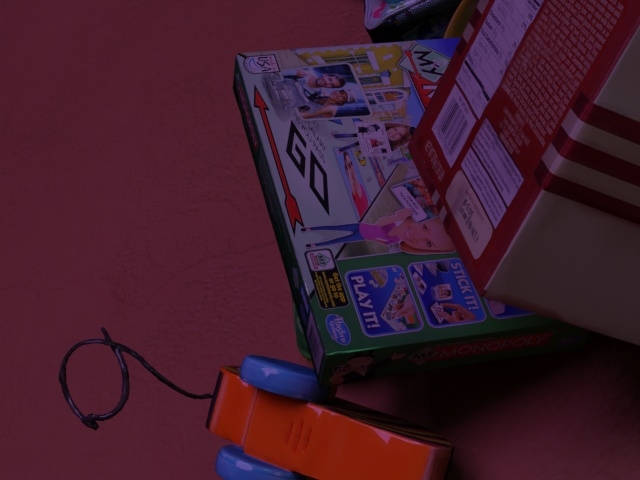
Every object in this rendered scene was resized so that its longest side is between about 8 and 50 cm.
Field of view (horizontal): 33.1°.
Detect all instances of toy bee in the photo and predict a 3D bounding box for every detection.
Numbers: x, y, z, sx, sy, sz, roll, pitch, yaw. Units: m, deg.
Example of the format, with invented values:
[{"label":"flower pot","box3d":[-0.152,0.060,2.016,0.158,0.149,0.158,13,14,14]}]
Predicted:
[{"label":"toy bee","box3d":[-0.026,0.131,0.865,0.298,0.162,0.195,37,98,18]}]

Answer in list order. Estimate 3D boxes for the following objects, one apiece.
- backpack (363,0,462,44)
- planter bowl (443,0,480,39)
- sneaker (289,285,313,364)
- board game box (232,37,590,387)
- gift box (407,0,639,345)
[{"label":"backpack","box3d":[0.165,-0.313,1.169,0.254,0.191,0.225,-19,38,18]},{"label":"planter bowl","box3d":[0.200,-0.135,0.972,0.217,0.090,0.217,-1,88,61]},{"label":"sneaker","box3d":[0.000,0.000,1.007,0.109,0.123,0.295,-27,37,16]},{"label":"board game box","box3d":[0.064,-0.039,0.877,0.214,0.046,0.317,-7,52,-14]},{"label":"gift box","box3d":[0.227,-0.060,0.738,0.255,0.258,0.276,-100,31,-55]}]
